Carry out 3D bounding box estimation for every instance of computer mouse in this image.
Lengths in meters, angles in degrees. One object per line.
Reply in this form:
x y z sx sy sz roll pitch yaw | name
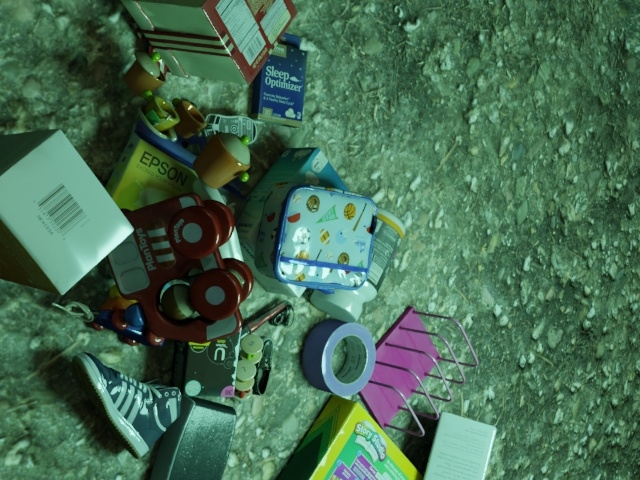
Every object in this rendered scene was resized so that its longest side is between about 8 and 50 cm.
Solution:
-0.233 -0.250 1.864 0.193 0.042 0.106 3 86 -35 | computer mouse

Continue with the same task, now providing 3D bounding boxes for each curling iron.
-0.163 0.220 1.957 0.274 0.035 0.068 -28 112 -36 | curling iron

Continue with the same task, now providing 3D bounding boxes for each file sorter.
0.266 0.358 2.240 0.291 0.182 0.202 -45 120 -29 | file sorter

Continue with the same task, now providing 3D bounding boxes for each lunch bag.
0.000 0.000 1.870 0.303 0.115 0.243 10 90 -40 | lunch bag

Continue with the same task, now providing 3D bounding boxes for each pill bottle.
0.091 0.056 2.084 0.162 0.162 0.278 40 68 -35 | pill bottle

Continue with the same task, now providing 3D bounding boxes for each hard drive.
-0.284 0.487 1.857 0.172 0.054 0.255 26 76 -39 | hard drive

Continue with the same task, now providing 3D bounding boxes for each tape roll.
0.049 0.300 2.117 0.189 0.080 0.189 -2 94 -40 | tape roll

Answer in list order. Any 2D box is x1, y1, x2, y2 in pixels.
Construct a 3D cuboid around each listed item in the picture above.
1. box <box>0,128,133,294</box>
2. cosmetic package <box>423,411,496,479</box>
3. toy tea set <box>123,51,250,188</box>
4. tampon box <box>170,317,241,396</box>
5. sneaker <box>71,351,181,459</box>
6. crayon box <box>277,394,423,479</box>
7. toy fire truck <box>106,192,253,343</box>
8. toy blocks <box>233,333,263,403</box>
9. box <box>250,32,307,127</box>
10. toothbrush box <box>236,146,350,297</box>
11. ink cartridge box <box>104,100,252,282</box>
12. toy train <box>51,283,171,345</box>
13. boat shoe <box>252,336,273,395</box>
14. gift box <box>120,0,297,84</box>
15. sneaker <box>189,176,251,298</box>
-0.519 -0.054 1.425 0.168 0.345 0.215 -47 121 -28 | box
0.355 0.720 2.291 0.230 0.161 0.453 55 50 -75 | cosmetic package
-0.255 -0.253 1.674 0.124 0.200 0.336 -39 112 16 | toy tea set
-0.254 0.258 1.820 0.120 0.101 0.161 6 89 -27 | tampon box
-0.395 0.308 1.718 0.153 0.099 0.282 -40 124 -27 | sneaker
0.076 0.638 2.146 0.313 0.106 0.363 -54 125 -26 | crayon box
-0.283 0.060 1.621 0.169 0.253 0.302 -60 133 -80 | toy fire truck
-0.174 0.305 1.918 0.054 0.148 0.123 14 52 0 | toy blocks
-0.097 -0.392 1.974 0.136 0.036 0.225 4 89 -41 | box
-0.066 -0.045 1.963 0.216 0.126 0.295 51 61 -32 | toothbrush box
-0.307 -0.089 1.769 0.303 0.072 0.307 30 83 -37 | ink cartridge box
-0.418 0.115 1.693 0.248 0.105 0.143 34 61 -37 | toy train
-0.136 0.304 1.982 0.049 0.040 0.142 19 81 -40 | boat shoe
-0.235 -0.468 1.713 0.255 0.258 0.276 -57 145 -25 | gift box
-0.239 0.009 1.738 0.123 0.106 0.290 -20 105 -17 | sneaker
